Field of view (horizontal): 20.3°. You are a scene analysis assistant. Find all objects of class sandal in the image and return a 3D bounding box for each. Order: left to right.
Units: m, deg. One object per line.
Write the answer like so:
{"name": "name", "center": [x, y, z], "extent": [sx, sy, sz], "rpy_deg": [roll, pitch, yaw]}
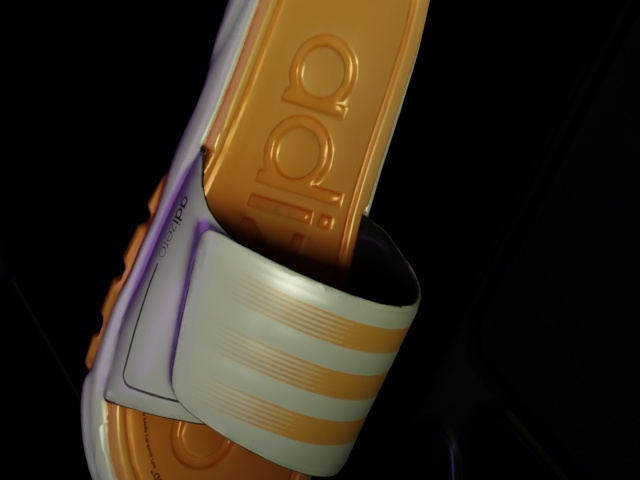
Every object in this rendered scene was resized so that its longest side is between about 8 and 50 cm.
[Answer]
{"name": "sandal", "center": [-0.009, -0.003, 0.626], "extent": [0.076, 0.102, 0.265], "rpy_deg": [24, 100, 57]}
